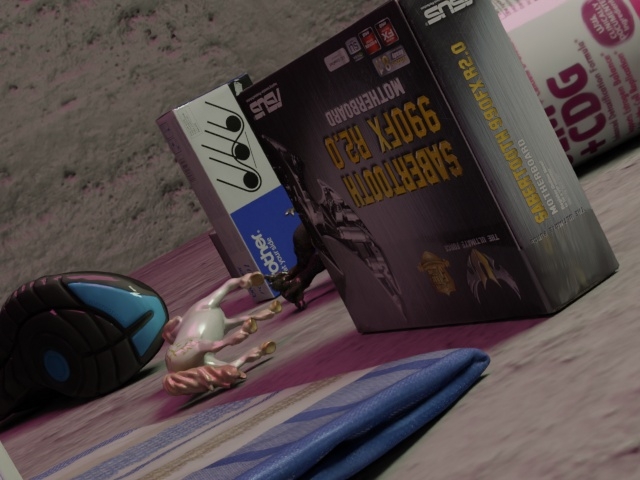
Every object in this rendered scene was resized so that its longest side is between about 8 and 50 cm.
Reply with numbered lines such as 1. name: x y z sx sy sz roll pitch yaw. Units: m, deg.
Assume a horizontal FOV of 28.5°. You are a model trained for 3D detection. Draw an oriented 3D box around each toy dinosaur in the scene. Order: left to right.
1. toy dinosaur: 0.000 0.000 1.118 0.118 0.064 0.268 -54 -12 -1

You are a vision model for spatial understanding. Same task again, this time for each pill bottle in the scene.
1. pill bottle: 0.153 -0.118 1.054 0.283 0.160 0.160 -28 6 4

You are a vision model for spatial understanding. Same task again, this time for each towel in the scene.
1. towel: -0.078 0.121 0.624 0.285 0.034 0.209 -20 2 40

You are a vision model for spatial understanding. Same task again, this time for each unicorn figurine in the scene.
1. unicorn figurine: -0.084 0.073 0.970 0.111 0.060 0.162 -25 6 18

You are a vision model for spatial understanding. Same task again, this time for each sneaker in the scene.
1. sneaker: -0.256 0.093 1.272 0.341 0.125 0.139 -19 5 42

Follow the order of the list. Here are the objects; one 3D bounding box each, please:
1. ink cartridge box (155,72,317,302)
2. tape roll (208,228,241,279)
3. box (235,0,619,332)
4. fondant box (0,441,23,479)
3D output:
1. ink cartridge box: -0.069 -0.052 1.252 0.097 0.207 0.046 -31 7 -31
2. tape roll: -0.020 -0.028 1.486 0.219 0.072 0.219 -27 7 4
3. box: 0.051 -0.041 0.750 0.056 0.183 0.231 -29 7 -24
4. fondant box: -0.386 0.229 0.829 0.330 0.096 0.238 -23 8 32
